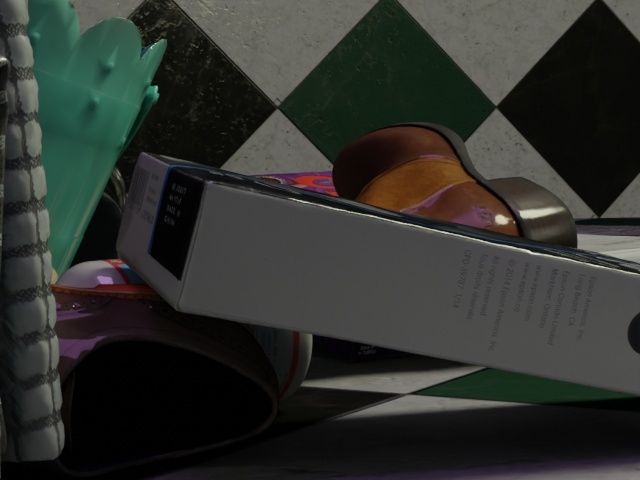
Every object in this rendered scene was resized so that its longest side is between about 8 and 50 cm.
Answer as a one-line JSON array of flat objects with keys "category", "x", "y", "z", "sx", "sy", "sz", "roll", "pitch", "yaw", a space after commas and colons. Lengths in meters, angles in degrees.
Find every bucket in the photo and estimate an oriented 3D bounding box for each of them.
[{"category": "bucket", "x": -0.255, "y": -0.086, "z": 0.954, "sx": 0.281, "sy": 0.183, "sz": 0.281, "roll": 19, "pitch": 2, "yaw": -1}]

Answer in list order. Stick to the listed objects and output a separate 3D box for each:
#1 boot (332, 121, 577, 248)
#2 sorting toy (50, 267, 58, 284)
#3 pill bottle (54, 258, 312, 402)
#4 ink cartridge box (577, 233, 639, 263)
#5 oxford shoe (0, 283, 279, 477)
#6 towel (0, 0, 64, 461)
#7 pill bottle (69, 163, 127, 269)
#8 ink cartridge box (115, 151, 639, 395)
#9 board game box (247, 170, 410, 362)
[{"category": "boot", "x": -0.007, "y": -0.003, "z": 1.043, "sx": 0.281, "sy": 0.096, "sz": 0.264, "roll": -12, "pitch": 29, "yaw": -28}, {"category": "sorting toy", "x": -0.267, "y": 0.045, "z": 0.800, "sx": 0.196, "sy": 0.047, "sz": 0.348, "roll": -27, "pitch": -14, "yaw": 36}, {"category": "pill bottle", "x": -0.091, "y": 0.052, "z": 0.793, "sx": 0.160, "sy": 0.087, "sz": 0.087, "roll": -3, "pitch": 4, "yaw": -35}, {"category": "ink cartridge box", "x": 0.210, "y": 0.027, "z": 1.433, "sx": 0.186, "sy": 0.065, "sz": 0.311, "roll": -5, "pitch": 7, "yaw": -33}, {"category": "oxford shoe", "x": -0.150, "y": 0.059, "z": 0.660, "sx": 0.271, "sy": 0.096, "sz": 0.098, "roll": -2, "pitch": 10, "yaw": -17}, {"category": "towel", "x": -0.247, "y": -0.005, "z": 0.554, "sx": 0.284, "sy": 0.235, "sz": 0.121, "roll": -1, "pitch": 7, "yaw": 6}, {"category": "pill bottle", "x": -0.237, "y": -0.051, "z": 1.282, "sx": 0.123, "sy": 0.122, "sz": 0.219, "roll": -2, "pitch": 27, "yaw": -21}, {"category": "ink cartridge box", "x": 0.076, "y": 0.024, "z": 0.737, "sx": 0.333, "sy": 0.065, "sz": 0.165, "roll": 13, "pitch": 3, "yaw": -19}, {"category": "board game box", "x": 0.015, "y": 0.009, "z": 1.189, "sx": 0.208, "sy": 0.056, "sz": 0.347, "roll": 0, "pitch": 16, "yaw": -34}]
